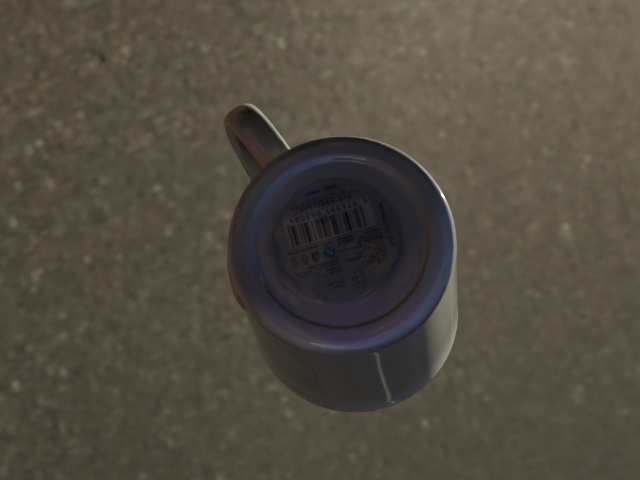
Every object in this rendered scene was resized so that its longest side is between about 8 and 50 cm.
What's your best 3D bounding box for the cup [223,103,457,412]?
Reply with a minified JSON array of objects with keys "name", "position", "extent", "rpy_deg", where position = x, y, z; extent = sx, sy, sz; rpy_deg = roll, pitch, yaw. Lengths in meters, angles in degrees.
[{"name":"cup","position":[-0.003,0.010,0.890],"extent":[0.099,0.136,0.133],"rpy_deg":[-61,169,-11]}]
